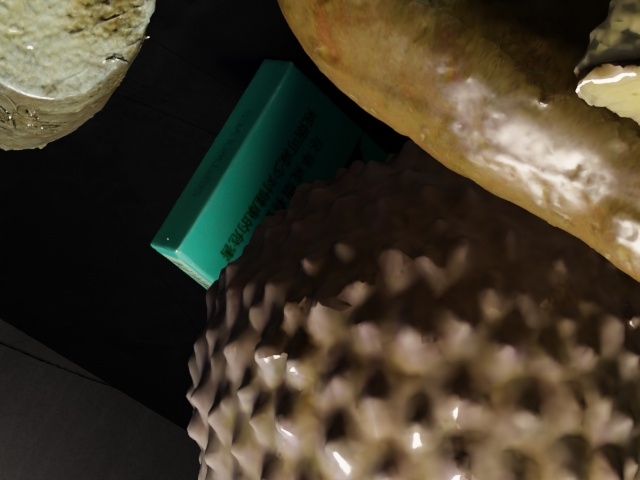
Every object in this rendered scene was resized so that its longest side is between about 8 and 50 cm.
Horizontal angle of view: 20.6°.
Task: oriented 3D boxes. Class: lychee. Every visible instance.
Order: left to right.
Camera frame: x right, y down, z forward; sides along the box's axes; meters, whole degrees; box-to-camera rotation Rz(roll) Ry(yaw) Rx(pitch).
[{"bbox_3d":[0.099,0.125,1.095,0.380,0.432,0.380,-1,164,0],"label":"lychee"}]

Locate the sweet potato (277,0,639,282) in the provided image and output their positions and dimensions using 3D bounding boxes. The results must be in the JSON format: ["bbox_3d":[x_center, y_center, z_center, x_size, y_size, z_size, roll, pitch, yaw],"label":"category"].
[{"bbox_3d":[0.122,-0.056,0.857,0.422,0.130,0.130,44,166,10],"label":"sweet potato"}]

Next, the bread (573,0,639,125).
[{"bbox_3d":[0.239,-0.048,0.666,0.178,0.135,0.240,33,-175,39],"label":"bread"}]

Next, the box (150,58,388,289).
[{"bbox_3d":[0.000,0.000,1.274,0.226,0.161,0.042,41,163,-36],"label":"box"}]

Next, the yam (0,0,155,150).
[{"bbox_3d":[-0.201,-0.145,1.211,0.154,0.154,0.254,32,161,-10],"label":"yam"}]
